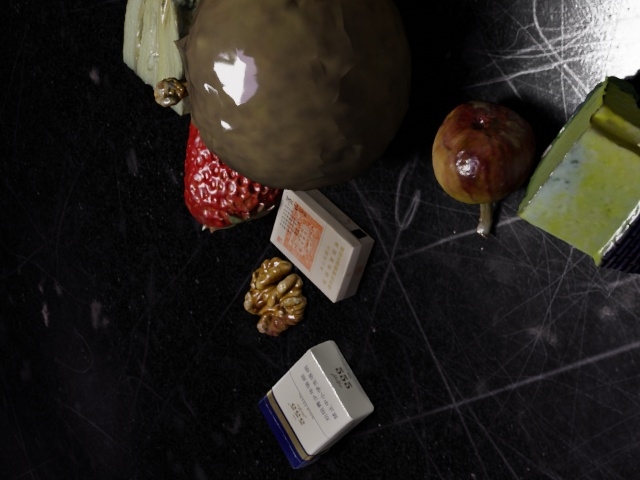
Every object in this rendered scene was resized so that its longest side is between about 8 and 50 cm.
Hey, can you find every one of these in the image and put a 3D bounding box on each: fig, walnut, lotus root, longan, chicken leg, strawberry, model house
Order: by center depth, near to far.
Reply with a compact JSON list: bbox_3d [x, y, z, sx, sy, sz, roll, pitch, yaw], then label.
[{"bbox_3d":[0.407,-0.079,1.343,0.211,0.170,0.194,32,125,3],"label":"model house"},{"bbox_3d":[0.227,-0.099,1.520,0.230,0.143,0.160,115,156,-49],"label":"fig"},{"bbox_3d":[-0.045,-0.266,1.588,0.391,0.391,0.391,22,120,44],"label":"longan"},{"bbox_3d":[-0.182,-0.298,1.864,0.107,0.251,0.087,-168,63,-82],"label":"chicken leg"},{"bbox_3d":[-0.176,-0.150,1.924,0.205,0.205,0.244,-11,97,51],"label":"strawberry"},{"bbox_3d":[-0.271,-0.422,1.978,0.267,0.149,0.260,42,136,41],"label":"lotus root"},{"bbox_3d":[-0.098,0.118,2.044,0.143,0.069,0.170,53,135,24],"label":"walnut"}]

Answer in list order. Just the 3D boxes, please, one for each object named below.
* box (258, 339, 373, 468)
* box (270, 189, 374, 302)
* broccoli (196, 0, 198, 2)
[{"bbox_3d":[-0.015,0.331,2.025,0.168,0.071,0.259,59,140,16],"label":"box"},{"bbox_3d":[0.000,0.000,1.889,0.201,0.058,0.141,45,134,31],"label":"box"},{"bbox_3d":[-0.081,-0.466,1.758,0.304,0.165,0.145,-48,36,33],"label":"broccoli"}]
